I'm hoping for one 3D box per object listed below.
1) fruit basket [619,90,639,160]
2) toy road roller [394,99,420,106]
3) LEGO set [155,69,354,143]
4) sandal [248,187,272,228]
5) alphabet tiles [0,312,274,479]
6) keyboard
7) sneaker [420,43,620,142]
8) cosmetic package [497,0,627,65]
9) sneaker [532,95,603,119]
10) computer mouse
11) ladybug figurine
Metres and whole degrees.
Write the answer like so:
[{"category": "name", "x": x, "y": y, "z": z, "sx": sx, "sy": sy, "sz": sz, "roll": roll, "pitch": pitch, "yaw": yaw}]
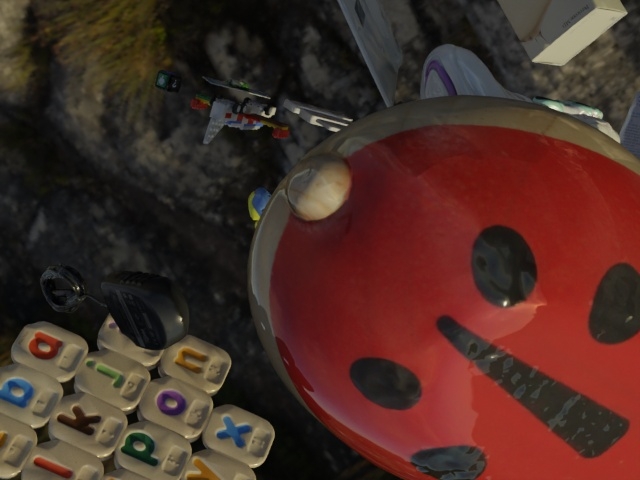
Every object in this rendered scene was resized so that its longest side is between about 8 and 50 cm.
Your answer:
[{"category": "fruit basket", "x": 0.548, "y": -0.038, "z": 1.500, "sx": 0.327, "sy": 0.353, "sz": 0.165, "roll": 15, "pitch": 158, "yaw": 35}, {"category": "toy road roller", "x": 0.170, "y": -0.139, "z": 2.102, "sx": 0.202, "sy": 0.240, "sz": 0.329, "roll": 44, "pitch": 126, "yaw": 2}, {"category": "LEGO set", "x": -0.064, "y": -0.138, "z": 1.197, "sx": 0.182, "sy": 0.244, "sz": 0.060, "roll": -136, "pitch": 61, "yaw": -65}, {"category": "sandal", "x": 0.000, "y": 0.000, "z": 1.970, "sx": 0.317, "sy": 0.126, "sz": 0.138, "roll": 40, "pitch": 103, "yaw": -18}, {"category": "alphabet tiles", "x": -0.195, "y": 0.196, "z": 1.028, "sx": 0.278, "sy": 0.284, "sz": 0.021, "roll": 24, "pitch": 139, "yaw": -2}, {"category": "keyboard", "x": 0.037, "y": -0.229, "z": 1.018, "sx": 0.014, "sy": 0.072, "sz": 0.256, "roll": 3, "pitch": 152, "yaw": 24}, {"category": "sneaker", "x": 0.210, "y": -0.100, "z": 1.066, "sx": 0.305, "sy": 0.152, "sz": 0.114, "roll": 48, "pitch": 171, "yaw": -33}, {"category": "cosmetic package", "x": 0.393, "y": -0.487, "z": 1.889, "sx": 0.160, "sy": 0.113, "sz": 0.309, "roll": -41, "pitch": 65, "yaw": 38}, {"category": "sneaker", "x": 0.284, "y": -0.131, "z": 1.243, "sx": 0.038, "sy": 0.098, "sz": 0.069, "roll": -137, "pitch": 56, "yaw": -62}, {"category": "computer mouse", "x": -0.194, "y": 0.053, "z": 0.987, "sx": 0.242, "sy": 0.041, "sz": 0.071, "roll": 9, "pitch": 126, "yaw": 47}, {"category": "ladybug figurine", "x": 0.140, "y": 0.072, "z": 0.761, "sx": 0.305, "sy": 0.449, "sz": 0.162, "roll": -48, "pitch": 38, "yaw": 16}]
